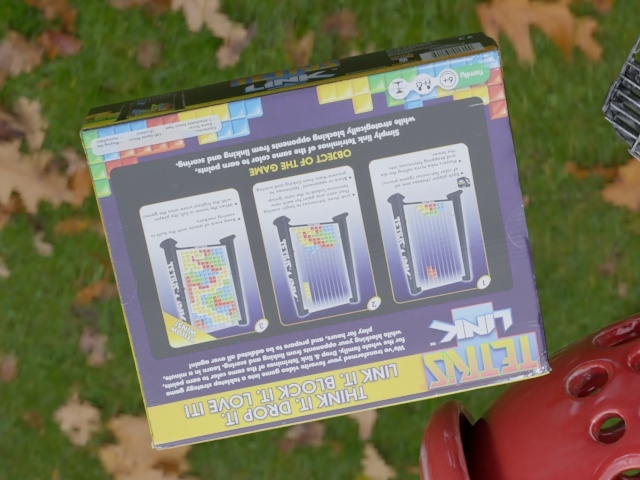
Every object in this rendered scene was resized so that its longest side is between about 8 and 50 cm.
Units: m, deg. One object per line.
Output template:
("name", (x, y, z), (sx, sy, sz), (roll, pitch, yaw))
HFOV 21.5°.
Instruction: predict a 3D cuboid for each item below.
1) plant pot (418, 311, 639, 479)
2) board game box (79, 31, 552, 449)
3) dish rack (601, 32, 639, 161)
("plant pot", (0.151, 0.139, 0.848), (0.174, 0.191, 0.191), (-20, 125, 10))
("board game box", (0.000, 0.000, 0.698), (0.170, 0.048, 0.141), (-10, 107, 0))
("dish rack", (0.323, -0.131, 1.182), (0.208, 0.074, 0.271), (39, 137, 17))
